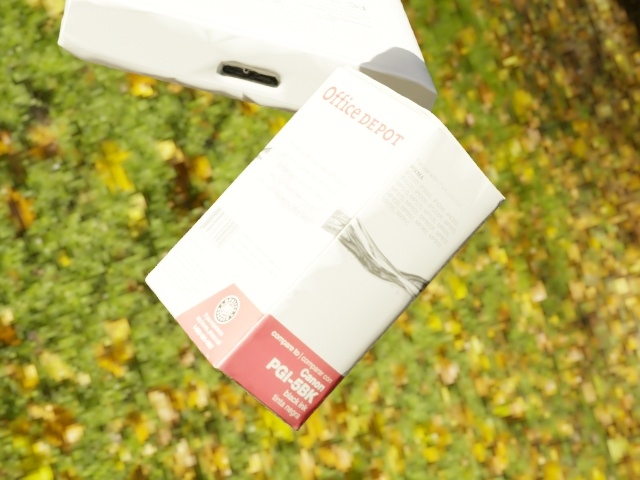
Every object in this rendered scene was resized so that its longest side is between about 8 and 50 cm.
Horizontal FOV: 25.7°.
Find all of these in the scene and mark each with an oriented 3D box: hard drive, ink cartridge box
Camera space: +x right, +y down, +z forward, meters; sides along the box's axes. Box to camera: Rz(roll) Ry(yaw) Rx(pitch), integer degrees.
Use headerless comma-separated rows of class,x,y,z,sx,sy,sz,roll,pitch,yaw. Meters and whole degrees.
hard drive,-0.051,-0.167,0.869,0.203,0.040,0.307,13,28,-14
ink cartridge box,0.000,0.000,0.613,0.056,0.135,0.099,43,-1,-32
